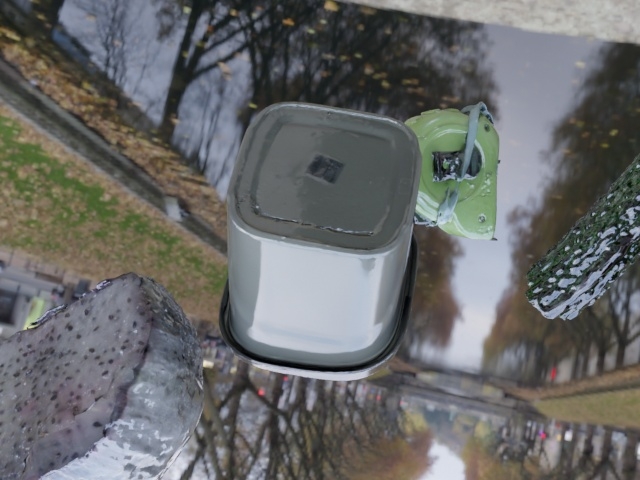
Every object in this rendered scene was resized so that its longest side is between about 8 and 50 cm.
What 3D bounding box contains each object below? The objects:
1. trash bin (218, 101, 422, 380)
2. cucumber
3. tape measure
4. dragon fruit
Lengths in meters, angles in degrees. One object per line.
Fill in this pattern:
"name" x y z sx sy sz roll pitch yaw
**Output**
"trash bin" 0.000 0.000 0.796 0.219 0.219 0.250 9 149 4
"cucumber" 0.311 -0.028 0.750 0.077 0.265 0.077 38 -166 -11
"tape measure" 0.160 -0.092 0.968 0.154 0.177 0.087 2 -178 -15
"dragon fruit" -0.246 0.201 0.831 0.283 0.204 0.221 -25 143 9
